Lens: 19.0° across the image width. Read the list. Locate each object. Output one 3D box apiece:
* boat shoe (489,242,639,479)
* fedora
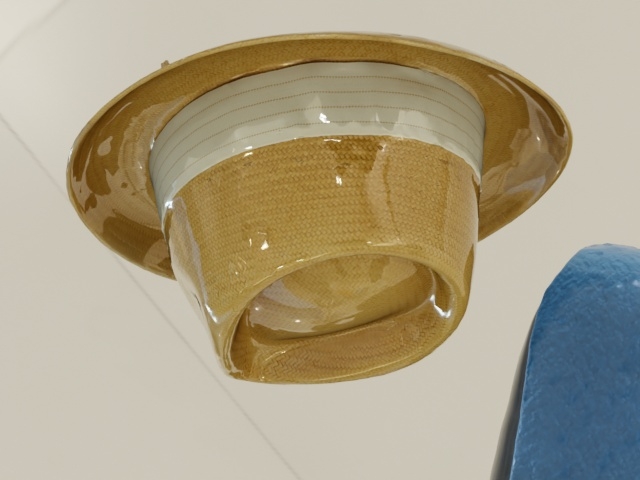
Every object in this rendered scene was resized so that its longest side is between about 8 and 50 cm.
[{"bbox_3d":[0.110,0.134,0.767,0.109,0.089,0.258,19,91,14],"label":"boat shoe"},{"bbox_3d":[0.000,0.000,0.686,0.194,0.194,0.079,-7,63,10],"label":"fedora"}]
